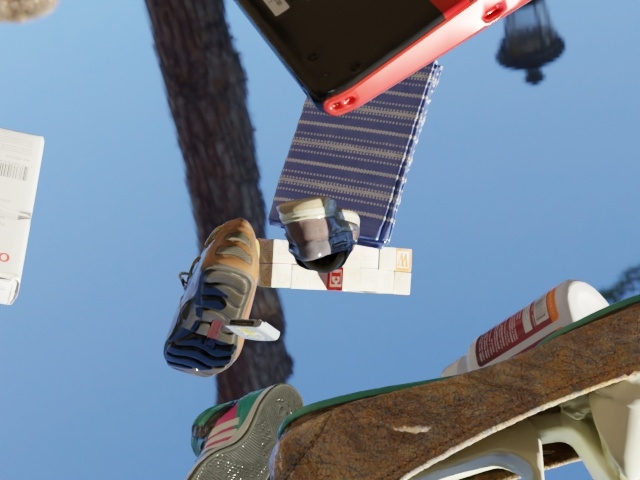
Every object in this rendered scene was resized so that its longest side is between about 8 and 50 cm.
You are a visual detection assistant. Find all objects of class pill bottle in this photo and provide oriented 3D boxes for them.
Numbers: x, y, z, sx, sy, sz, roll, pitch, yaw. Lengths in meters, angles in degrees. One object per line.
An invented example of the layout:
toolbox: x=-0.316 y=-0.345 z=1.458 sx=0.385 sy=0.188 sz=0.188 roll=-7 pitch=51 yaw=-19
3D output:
pill bottle: x=0.263 y=0.152 z=1.368 sx=0.221 sy=0.121 sz=0.121 roll=-39 pitch=-158 yaw=34

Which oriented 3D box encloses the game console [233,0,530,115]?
game console: x=0.062 y=-0.331 z=1.149 sx=0.342 sy=0.060 sz=0.386 roll=-35 pitch=-128 yaw=0

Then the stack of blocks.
stack of blocks: x=0.004 y=0.049 z=2.008 sx=0.297 sy=0.087 sz=0.171 roll=6 pitch=177 yaw=-39

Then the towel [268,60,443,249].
towel: x=0.057 y=-0.160 z=1.839 sx=0.243 sy=0.040 sz=0.335 roll=11 pitch=-103 yaw=32

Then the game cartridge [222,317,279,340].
game cartridge: x=-0.108 y=0.141 z=1.708 sx=0.083 sy=0.056 sz=0.017 roll=-1 pitch=-115 yaw=39

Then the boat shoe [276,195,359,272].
boat shoe: x=0.000 y=0.000 z=1.513 sx=0.103 sy=0.092 sz=0.285 roll=-6 pitch=173 yaw=7

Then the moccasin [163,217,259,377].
moccasin: x=-0.187 y=0.106 z=1.863 sx=0.139 sy=0.380 sz=0.147 roll=14 pitch=-132 yaw=-3

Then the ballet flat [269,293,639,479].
ballet flat: x=0.130 y=0.119 z=0.643 sx=0.316 sy=0.107 sz=0.106 roll=-18 pitch=-130 yaw=-8

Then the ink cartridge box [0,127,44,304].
ink cartridge box: x=-0.459 y=-0.039 z=1.416 sx=0.159 sy=0.092 sz=0.217 roll=11 pitch=-119 yaw=-17

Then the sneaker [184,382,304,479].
sneaker: x=-0.166 y=0.356 z=1.772 sx=0.178 sy=0.123 sz=0.295 roll=-26 pitch=-165 yaw=49
